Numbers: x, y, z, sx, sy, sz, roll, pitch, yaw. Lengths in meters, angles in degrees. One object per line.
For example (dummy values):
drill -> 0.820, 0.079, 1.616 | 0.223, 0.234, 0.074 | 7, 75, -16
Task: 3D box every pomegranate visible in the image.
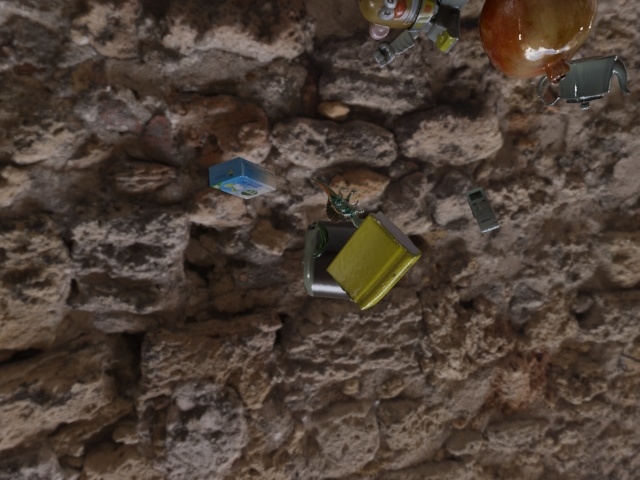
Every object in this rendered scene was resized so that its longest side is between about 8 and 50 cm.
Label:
pomegranate -> 0.501, -0.489, 0.963 | 0.229, 0.270, 0.252 | -15, 166, 1

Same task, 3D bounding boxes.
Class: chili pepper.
chili pepper -> 0.007, 0.003, 1.358 | 0.035, 0.117, 0.056 | -2, -164, -46

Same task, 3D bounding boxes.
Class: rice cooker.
rice cooker -> 0.101, 0.076, 1.681 | 0.326, 0.334, 0.335 | 3, -167, 4

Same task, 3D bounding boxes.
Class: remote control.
remote control -> 0.551, -0.106, 1.431 | 0.065, 0.166, 0.029 | -22, 145, 19

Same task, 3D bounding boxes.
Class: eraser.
eraser -> 0.131, 0.054, 1.062 | 0.158, 0.226, 0.069 | 49, -147, 21

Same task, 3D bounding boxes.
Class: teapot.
teapot -> 0.785, -0.467, 1.256 | 0.239, 0.148, 0.162 | 4, -153, 39

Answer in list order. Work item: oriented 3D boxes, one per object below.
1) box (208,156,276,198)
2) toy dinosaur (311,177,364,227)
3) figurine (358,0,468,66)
box -> -0.265, -0.211, 1.437 | 0.139, 0.073, 0.194 | -13, 166, 28
toy dinosaur -> 0.051, -0.102, 1.199 | 0.188, 0.106, 0.044 | 14, -168, -9
figurine -> 0.243, -0.640, 1.118 | 0.285, 0.342, 0.167 | 7, -158, -8
